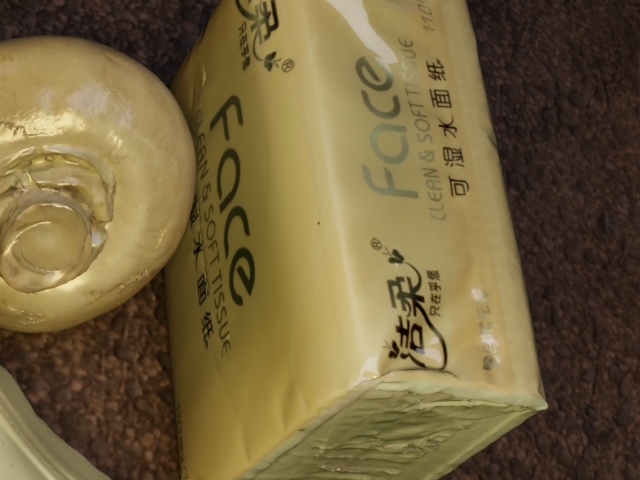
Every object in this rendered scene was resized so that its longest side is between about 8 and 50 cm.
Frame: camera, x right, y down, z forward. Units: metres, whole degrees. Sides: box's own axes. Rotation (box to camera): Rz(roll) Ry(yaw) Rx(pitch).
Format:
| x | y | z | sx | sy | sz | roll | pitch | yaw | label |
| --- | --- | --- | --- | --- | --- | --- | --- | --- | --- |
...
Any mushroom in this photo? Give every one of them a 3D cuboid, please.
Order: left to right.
| x | y | z | sx | sy | sz | roll | pitch | yaw | label |
| --- | --- | --- | --- | --- | --- | --- | --- | --- | --- |
| -0.217 | -0.035 | 1.176 | 0.246 | 0.246 | 0.202 | 24 | 22 | -20 | mushroom |

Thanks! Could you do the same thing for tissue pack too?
| x | y | z | sx | sy | sz | roll | pitch | yaw | label |
| --- | --- | --- | --- | --- | --- | --- | --- | --- | --- |
| 0.000 | 0.000 | 1.246 | 0.205 | 0.332 | 0.405 | 4 | 61 | -28 | tissue pack |

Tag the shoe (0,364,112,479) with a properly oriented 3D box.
| x | y | z | sx | sy | sz | roll | pitch | yaw | label |
| --- | --- | --- | --- | --- | --- | --- | --- | --- | --- |
| -0.260 | 0.192 | 1.096 | 0.363 | 0.132 | 0.160 | 45 | 46 | -13 | shoe |
